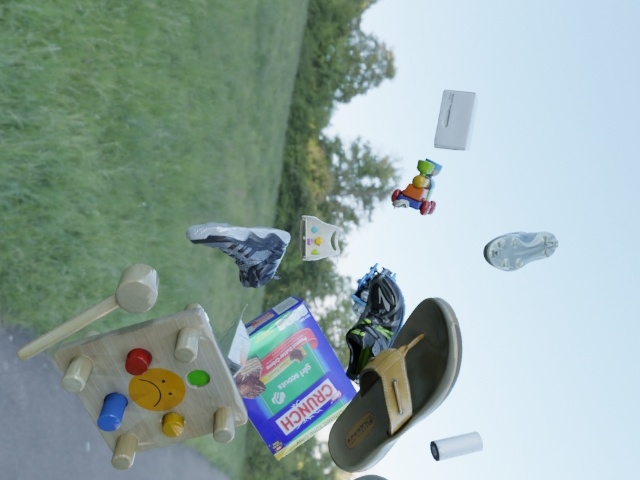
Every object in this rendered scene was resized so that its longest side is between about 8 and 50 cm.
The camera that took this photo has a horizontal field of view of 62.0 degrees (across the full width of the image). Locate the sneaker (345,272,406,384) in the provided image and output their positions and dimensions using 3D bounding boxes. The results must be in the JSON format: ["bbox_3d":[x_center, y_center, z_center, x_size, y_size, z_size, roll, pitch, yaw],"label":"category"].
[{"bbox_3d":[0.086,0.147,0.871,0.067,0.078,0.188,12,-93,42],"label":"sneaker"}]

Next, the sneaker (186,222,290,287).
[{"bbox_3d":[-0.200,0.039,1.306,0.101,0.268,0.153,13,-82,56],"label":"sneaker"}]

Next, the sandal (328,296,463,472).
[{"bbox_3d":[0.055,0.126,0.448,0.180,0.049,0.072,-55,-140,16],"label":"sandal"}]

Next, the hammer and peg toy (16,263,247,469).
[{"bbox_3d":[-0.299,0.204,0.888,0.127,0.265,0.361,-103,177,-63],"label":"hammer and peg toy"}]

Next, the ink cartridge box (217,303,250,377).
[{"bbox_3d":[-0.194,0.238,1.121,0.145,0.045,0.179,-50,-168,26],"label":"ink cartridge box"}]

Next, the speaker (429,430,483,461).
[{"bbox_3d":[0.370,0.558,1.444,0.055,0.136,0.055,173,-90,-75],"label":"speaker"}]

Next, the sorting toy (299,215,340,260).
[{"bbox_3d":[0.000,0.000,0.994,0.045,0.075,0.083,127,-36,-75],"label":"sorting toy"}]

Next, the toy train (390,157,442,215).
[{"bbox_3d":[0.255,-0.148,1.396,0.248,0.105,0.143,-10,122,-68],"label":"toy train"}]

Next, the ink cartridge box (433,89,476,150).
[{"bbox_3d":[0.270,-0.233,1.052,0.150,0.063,0.109,-28,128,-70],"label":"ink cartridge box"}]

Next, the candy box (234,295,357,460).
[{"bbox_3d":[-0.090,0.347,1.365,0.317,0.268,0.122,61,-13,-13],"label":"candy box"}]

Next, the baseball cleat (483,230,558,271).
[{"bbox_3d":[0.376,0.020,1.058,0.109,0.205,0.072,4,-84,58],"label":"baseball cleat"}]

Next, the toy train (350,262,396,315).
[{"bbox_3d":[0.134,0.129,1.351,0.184,0.080,0.105,-35,151,-61],"label":"toy train"}]

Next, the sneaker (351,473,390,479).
[{"bbox_3d":[0.101,0.479,0.874,0.292,0.169,0.108,-39,-165,54],"label":"sneaker"}]
